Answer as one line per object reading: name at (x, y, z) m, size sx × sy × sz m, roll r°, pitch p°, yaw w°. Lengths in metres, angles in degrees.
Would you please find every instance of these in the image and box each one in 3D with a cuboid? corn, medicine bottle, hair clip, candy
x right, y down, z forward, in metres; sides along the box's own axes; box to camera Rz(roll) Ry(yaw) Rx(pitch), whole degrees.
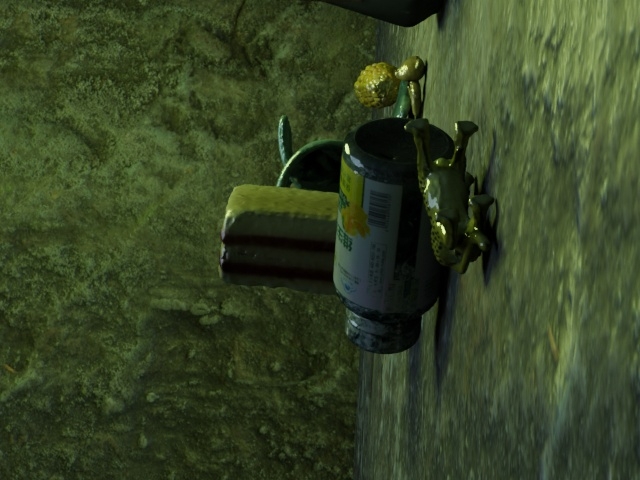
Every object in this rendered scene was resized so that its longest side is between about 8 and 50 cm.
corn at (0.121, -0.316, 2.488) m, size 0.291 × 0.101 × 0.101 m, roll -82°, pitch -4°, yaw -83°
medicine bottle at (0.089, 0.001, 1.535) m, size 0.141 × 0.142 × 0.293 m, roll -87°, pitch 0°, yaw -57°
hair clip at (0.040, -0.121, 2.174) m, size 0.318 × 0.239 × 0.391 m, roll -81°, pitch -5°, yaw -85°
candy at (0.000, 0.000, 1.934) m, size 0.179 × 0.321 × 0.135 m, roll -73°, pitch -10°, yaw -75°

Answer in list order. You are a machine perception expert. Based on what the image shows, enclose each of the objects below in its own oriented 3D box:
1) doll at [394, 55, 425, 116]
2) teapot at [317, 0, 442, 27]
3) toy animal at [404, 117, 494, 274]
doll at (0.158, -0.254, 1.994) m, size 0.061 × 0.051 × 0.093 m, roll -90°, pitch -26°, yaw -69°
teapot at (0.012, -0.430, 1.762) m, size 0.300 × 0.344 × 0.253 m, roll -87°, pitch -1°, yaw -51°
toy animal at (0.137, -0.027, 1.219) m, size 0.136 × 0.073 × 0.181 m, roll 81°, pitch 177°, yaw -53°
